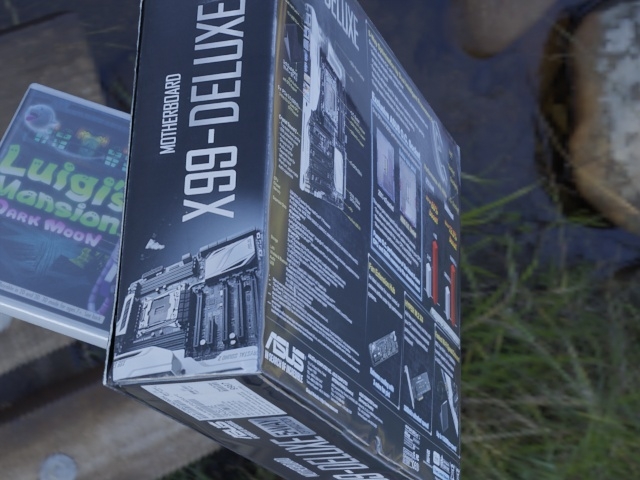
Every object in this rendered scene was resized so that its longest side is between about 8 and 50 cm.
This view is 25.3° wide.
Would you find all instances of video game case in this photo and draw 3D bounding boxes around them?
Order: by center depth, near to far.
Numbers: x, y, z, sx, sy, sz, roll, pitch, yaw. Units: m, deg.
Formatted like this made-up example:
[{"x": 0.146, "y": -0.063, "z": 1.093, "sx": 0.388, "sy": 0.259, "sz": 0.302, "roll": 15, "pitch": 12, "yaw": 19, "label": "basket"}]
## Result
[{"x": -0.150, "y": -0.012, "z": 1.008, "sx": 0.190, "sy": 0.022, "sz": 0.173, "roll": 18, "pitch": 63, "yaw": 4, "label": "video game case"}]

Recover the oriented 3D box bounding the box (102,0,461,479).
[{"x": 0.000, "y": 0.000, "z": 0.771, "sx": 0.307, "sy": 0.077, "sz": 0.242, "roll": 43, "pitch": 45, "yaw": -60, "label": "box"}]
